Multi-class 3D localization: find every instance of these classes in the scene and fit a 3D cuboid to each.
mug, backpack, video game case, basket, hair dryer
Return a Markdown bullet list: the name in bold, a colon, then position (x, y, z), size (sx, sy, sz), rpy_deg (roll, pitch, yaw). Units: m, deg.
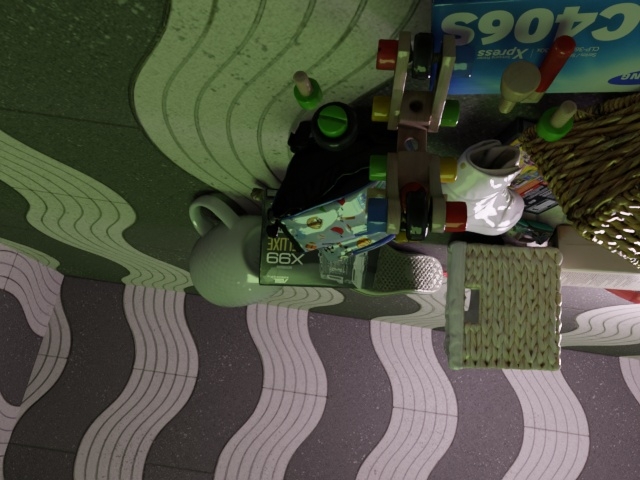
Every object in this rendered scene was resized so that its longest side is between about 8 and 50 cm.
- **mug**: position (-0.252, 0.021, 1.363), size (0.374, 0.276, 0.328), rpy_deg (51, 150, -12)
- **backpack**: position (0.060, -0.101, 0.838), size (0.263, 0.277, 0.213), rpy_deg (-22, 131, 33)
- **video game case**: position (0.428, -0.136, 0.925), size (0.248, 0.035, 0.275), rpy_deg (12, 162, -10)
- **basket**: position (0.480, 0.170, 1.247), size (0.266, 0.329, 0.331), rpy_deg (2, 178, 13)
- **basket**: position (0.495, -0.110, 0.681), size (0.298, 0.223, 0.213), rpy_deg (19, 133, -30)
- **hair dryer**: position (0.958, 0.151, 1.391), size (0.293, 0.080, 0.223), rpy_deg (22, -176, -1)

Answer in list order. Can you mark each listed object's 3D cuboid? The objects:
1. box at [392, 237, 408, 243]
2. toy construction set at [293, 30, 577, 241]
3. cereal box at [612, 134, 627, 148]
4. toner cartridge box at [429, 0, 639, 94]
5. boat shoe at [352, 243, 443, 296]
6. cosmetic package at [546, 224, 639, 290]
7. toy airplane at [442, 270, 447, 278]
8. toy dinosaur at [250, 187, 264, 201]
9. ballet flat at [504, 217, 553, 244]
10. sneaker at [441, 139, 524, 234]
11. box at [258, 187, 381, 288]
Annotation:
- **box**: position (0.226, -0.026, 1.340), size (0.136, 0.028, 0.081), rpy_deg (22, 158, -41)
- **toy construction set**: position (0.161, -0.127, 0.614), size (0.308, 0.258, 0.237), rpy_deg (-22, 168, 6)
- **cereal box**: position (0.628, -0.146, 0.748), size (0.240, 0.048, 0.173), rpy_deg (19, 160, -32)
- **toner cartridge box**: position (0.312, -0.261, 0.551), size (0.347, 0.075, 0.165), rpy_deg (3, 162, 14)
- **boat shoe**: position (0.182, 0.089, 1.437), size (0.499, 0.187, 0.155), rpy_deg (12, 168, -37)
- **cosmetic package**: position (0.759, 0.046, 1.164), size (0.295, 0.129, 0.153), rpy_deg (4, 159, 16)
- **toy airplane**: position (0.451, 0.122, 1.667), size (0.151, 0.028, 0.151), rpy_deg (8, 162, 3)
- **toy dinosaur**: position (-0.104, -0.086, 1.261), size (0.118, 0.064, 0.268), rpy_deg (18, 168, 19)
- **ballet flat**: position (0.504, -0.027, 1.141), size (0.188, 0.070, 0.070), rpy_deg (16, 160, -18)
- **sneaker**: position (0.332, -0.099, 0.846), size (0.292, 0.108, 0.169), rpy_deg (-5, 146, -37)
- **box**: position (0.000, 0.000, 1.152), size (0.306, 0.243, 0.077), rpy_deg (4, -155, -9)
